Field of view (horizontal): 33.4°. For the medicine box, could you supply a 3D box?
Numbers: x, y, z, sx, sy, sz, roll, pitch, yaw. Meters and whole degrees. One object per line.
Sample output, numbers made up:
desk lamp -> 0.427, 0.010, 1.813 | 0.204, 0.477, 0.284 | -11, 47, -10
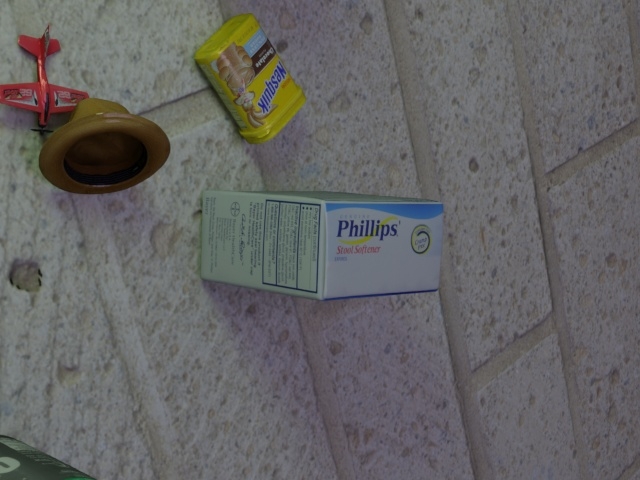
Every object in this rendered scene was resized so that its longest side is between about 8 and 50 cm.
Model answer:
medicine box -> 0.000, 0.000, 1.676 | 0.264, 0.289, 0.149 | -2, 97, -43

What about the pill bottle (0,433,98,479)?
pill bottle -> -0.387, 0.353, 1.307 | 0.204, 0.361, 0.204 | -7, 100, -43

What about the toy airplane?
toy airplane -> -0.383, -0.220, 1.462 | 0.151, 0.028, 0.151 | -9, 102, -49

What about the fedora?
fedora -> -0.304, -0.139, 1.484 | 0.194, 0.194, 0.079 | 10, 53, -44

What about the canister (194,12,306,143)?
canister -> -0.111, -0.257, 1.687 | 0.126, 0.073, 0.170 | -51, 125, -27
